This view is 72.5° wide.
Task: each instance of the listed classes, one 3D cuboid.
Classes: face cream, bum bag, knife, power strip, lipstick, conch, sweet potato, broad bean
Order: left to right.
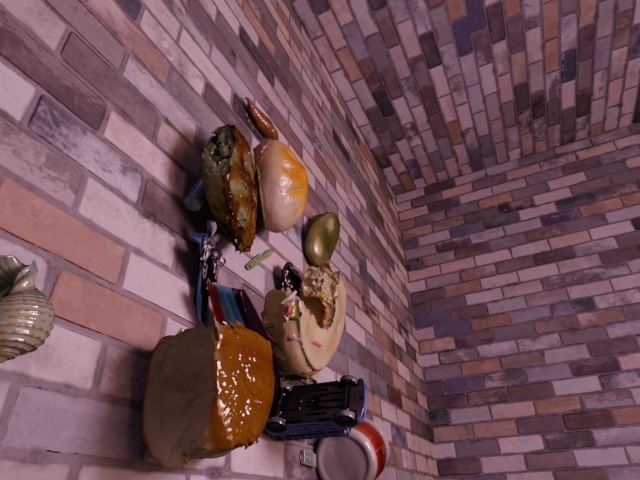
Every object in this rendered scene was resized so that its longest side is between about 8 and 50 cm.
[{"bbox_3d":[-0.442,0.097,0.594,0.135,0.102,0.153,29,14,-48],"label":"conch"},{"bbox_3d":[-0.315,-0.140,1.166,0.157,0.048,0.048,-78,146,-51],"label":"lipstick"},{"bbox_3d":[-0.191,0.054,1.395,0.207,0.014,0.030,-43,117,-66],"label":"knife"},{"bbox_3d":[-0.222,-0.447,1.629,0.068,0.060,0.205,41,-9,47],"label":"sweet potato"},{"bbox_3d":[-0.100,0.192,1.451,0.102,0.069,0.247,59,34,-70],"label":"bum bag"},{"bbox_3d":[-0.037,0.669,1.337,0.090,0.016,0.040,50,31,-47],"label":"power strip"},{"bbox_3d":[0.000,0.000,1.818,0.189,0.121,0.263,65,37,-38],"label":"broad bean"},{"bbox_3d":[0.108,0.699,1.425,0.187,0.201,0.200,23,54,-65],"label":"face cream"}]

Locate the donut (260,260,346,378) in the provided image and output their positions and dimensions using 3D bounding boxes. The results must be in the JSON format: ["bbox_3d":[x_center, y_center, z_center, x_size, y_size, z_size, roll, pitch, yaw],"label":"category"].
[{"bbox_3d":[-0.041,0.243,1.317,0.371,0.150,0.306,-30,116,-62],"label":"donut"}]

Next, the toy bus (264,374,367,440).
[{"bbox_3d":[-0.006,0.461,1.177,0.125,0.293,0.133,-79,149,-51],"label":"toy bus"}]

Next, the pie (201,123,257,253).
[{"bbox_3d":[-0.234,-0.141,1.193,0.288,0.103,0.354,81,5,-55],"label":"pie"}]

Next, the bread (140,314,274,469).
[{"bbox_3d":[-0.208,0.305,0.864,0.279,0.225,0.249,45,33,-59],"label":"bread"}]

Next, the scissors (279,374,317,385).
[{"bbox_3d":[-0.070,0.405,1.319,0.187,0.134,0.019,-24,122,-86],"label":"scissors"}]

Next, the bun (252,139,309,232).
[{"bbox_3d":[-0.118,-0.177,1.385,0.299,0.165,0.298,171,-90,-82],"label":"bun"}]

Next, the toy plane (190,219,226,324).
[{"bbox_3d":[-0.273,0.080,1.069,0.169,0.078,0.246,103,-19,-73],"label":"toy plane"}]

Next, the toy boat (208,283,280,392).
[{"bbox_3d":[-0.182,0.255,1.103,0.136,0.080,0.391,-77,158,-53],"label":"toy boat"}]
